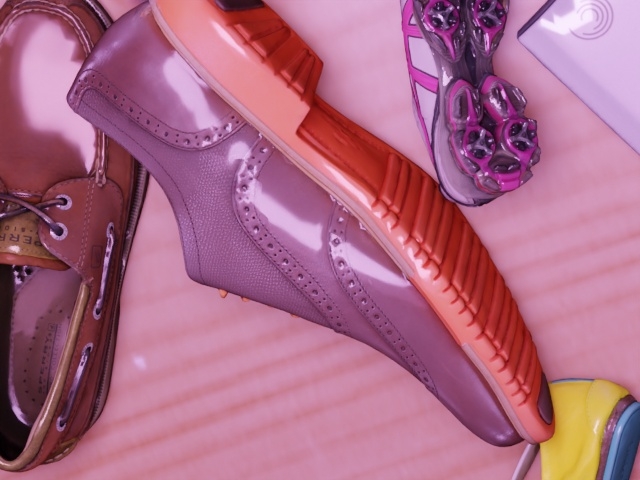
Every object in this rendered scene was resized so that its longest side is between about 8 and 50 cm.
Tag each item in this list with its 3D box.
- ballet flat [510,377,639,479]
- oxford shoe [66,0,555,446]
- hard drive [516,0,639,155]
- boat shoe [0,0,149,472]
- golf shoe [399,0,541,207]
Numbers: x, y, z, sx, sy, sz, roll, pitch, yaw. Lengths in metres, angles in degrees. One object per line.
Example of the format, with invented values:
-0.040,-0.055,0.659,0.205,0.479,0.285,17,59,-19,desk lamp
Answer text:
0.152,0.196,1.192,0.077,0.077,0.231,13,102,26,ballet flat
0.000,0.000,1.133,0.132,0.130,0.364,-40,95,18,oxford shoe
0.325,-0.086,1.110,0.353,0.047,0.233,43,105,-3,hard drive
-0.170,-0.006,1.163,0.110,0.104,0.307,2,102,9,boat shoe
0.076,-0.112,1.124,0.067,0.086,0.186,-4,81,-24,golf shoe
